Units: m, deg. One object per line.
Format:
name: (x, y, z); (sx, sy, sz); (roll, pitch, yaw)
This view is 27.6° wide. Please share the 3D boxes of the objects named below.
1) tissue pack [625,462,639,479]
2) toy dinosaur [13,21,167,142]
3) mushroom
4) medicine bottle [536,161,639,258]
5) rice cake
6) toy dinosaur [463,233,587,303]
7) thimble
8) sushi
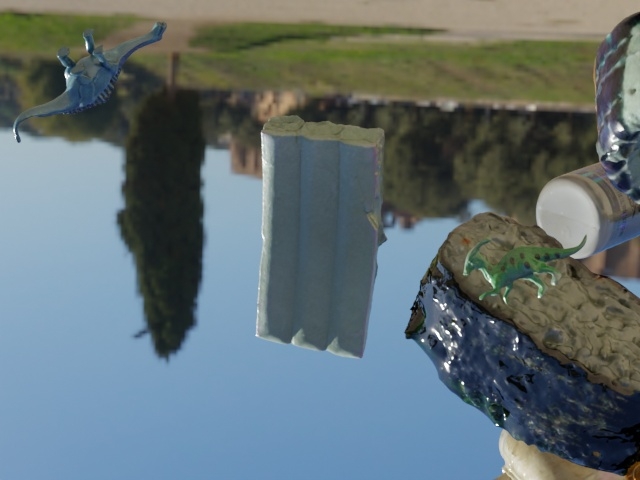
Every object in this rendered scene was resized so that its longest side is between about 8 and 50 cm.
tissue pack: (0.421, 0.224, 1.061); (0.274, 0.145, 0.194); (-27, 142, 21)
toy dinosaur: (-0.239, -0.169, 1.338); (0.045, 0.197, 0.080); (49, 174, 26)
mushroom: (0.302, 0.323, 1.571); (0.184, 0.255, 0.255); (-14, -170, -9)
medicine bottle: (0.368, -0.048, 1.658); (0.107, 0.107, 0.191); (9, -160, 44)
rice cake: (0.000, 0.000, 1.263); (0.127, 0.237, 0.043); (8, -156, 6)
toy dinosaur: (0.143, 0.012, 0.933); (0.062, 0.083, 0.021); (38, -171, 1)
thimble: (0.398, -0.141, 1.340); (0.237, 0.150, 0.237); (4, 150, 3)
sushi: (0.175, 0.086, 1.033); (0.225, 0.127, 0.124); (36, -137, 18)
